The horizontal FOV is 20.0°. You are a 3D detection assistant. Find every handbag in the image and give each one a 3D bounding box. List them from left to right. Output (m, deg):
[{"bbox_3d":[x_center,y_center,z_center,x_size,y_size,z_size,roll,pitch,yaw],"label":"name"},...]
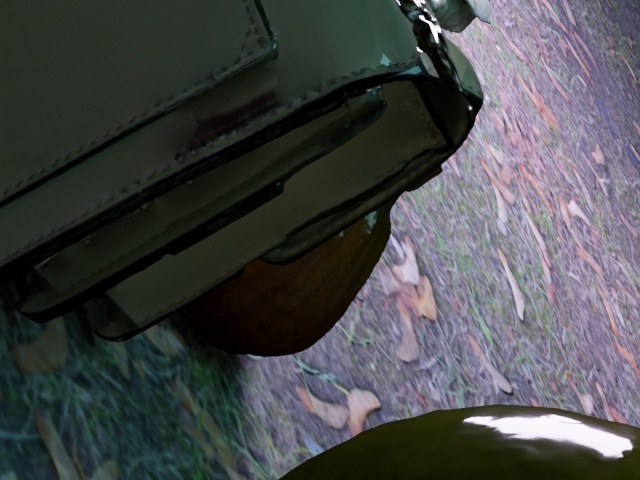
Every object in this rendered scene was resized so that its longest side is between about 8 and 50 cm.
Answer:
[{"bbox_3d":[-0.092,-0.160,0.857,0.160,0.236,0.359,21,45,-59],"label":"handbag"}]

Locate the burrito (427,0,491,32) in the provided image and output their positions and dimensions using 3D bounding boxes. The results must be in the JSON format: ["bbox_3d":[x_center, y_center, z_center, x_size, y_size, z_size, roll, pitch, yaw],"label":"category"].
[{"bbox_3d":[0.069,-0.243,1.593,0.144,0.089,0.229,51,17,13],"label":"burrito"}]

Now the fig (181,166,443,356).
[{"bbox_3d":[-0.007,0.009,1.002,0.119,0.153,0.119,174,-90,-89],"label":"fig"}]

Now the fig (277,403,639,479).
[{"bbox_3d":[0.056,0.225,0.665,0.316,0.316,0.316,50,23,-30],"label":"fig"}]
